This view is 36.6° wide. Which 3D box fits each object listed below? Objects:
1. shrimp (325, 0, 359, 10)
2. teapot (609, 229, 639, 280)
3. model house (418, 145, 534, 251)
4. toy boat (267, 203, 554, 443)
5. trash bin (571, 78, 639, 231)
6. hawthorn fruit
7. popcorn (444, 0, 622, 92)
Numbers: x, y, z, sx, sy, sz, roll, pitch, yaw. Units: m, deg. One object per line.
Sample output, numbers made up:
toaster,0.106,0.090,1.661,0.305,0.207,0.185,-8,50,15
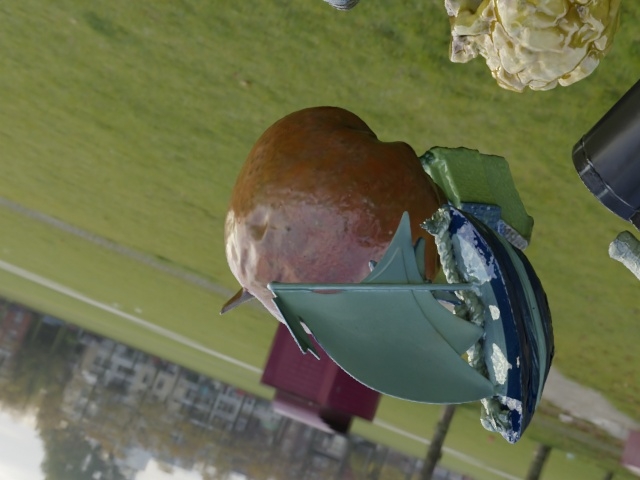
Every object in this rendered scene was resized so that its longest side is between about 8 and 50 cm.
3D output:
shrimp,0.030,-0.430,1.435,0.221,0.410,0.166,-7,126,7
teapot,0.433,0.024,1.313,0.083,0.057,0.067,39,-176,16
model house,0.233,-0.028,1.632,0.214,0.189,0.195,5,139,-41
toy boat,0.090,0.048,0.842,0.291,0.210,0.070,24,142,-22
trash bin,0.585,-0.186,1.568,0.203,0.252,0.301,16,133,-26
hawthorn fruit,0.000,0.000,1.166,0.277,0.298,0.277,48,173,8
popcorn,0.435,-0.485,1.901,0.354,0.344,0.390,36,151,-13
